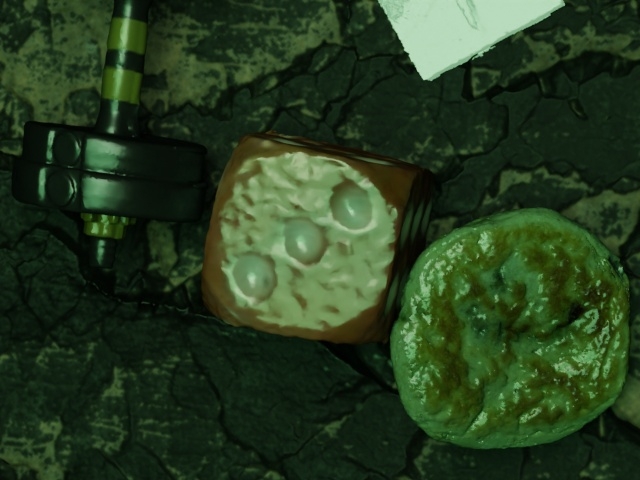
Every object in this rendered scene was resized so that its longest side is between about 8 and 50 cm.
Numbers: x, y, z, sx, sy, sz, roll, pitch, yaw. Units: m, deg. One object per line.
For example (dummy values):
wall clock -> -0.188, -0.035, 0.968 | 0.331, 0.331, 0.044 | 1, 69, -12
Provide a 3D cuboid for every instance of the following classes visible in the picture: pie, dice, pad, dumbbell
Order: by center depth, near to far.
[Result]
pie -> 0.176, 0.086, 1.605 | 0.241, 0.054, 0.240 | -2, 98, -15
dice -> 0.000, 0.000, 1.613 | 0.179, 0.175, 0.174 | 14, 96, 7
dumbbell -> -0.181, -0.166, 1.636 | 0.185, 0.185, 0.388 | 8, 94, 11
pad -> 0.110, -0.282, 1.658 | 0.156, 0.004, 0.232 | -29, 87, 11
